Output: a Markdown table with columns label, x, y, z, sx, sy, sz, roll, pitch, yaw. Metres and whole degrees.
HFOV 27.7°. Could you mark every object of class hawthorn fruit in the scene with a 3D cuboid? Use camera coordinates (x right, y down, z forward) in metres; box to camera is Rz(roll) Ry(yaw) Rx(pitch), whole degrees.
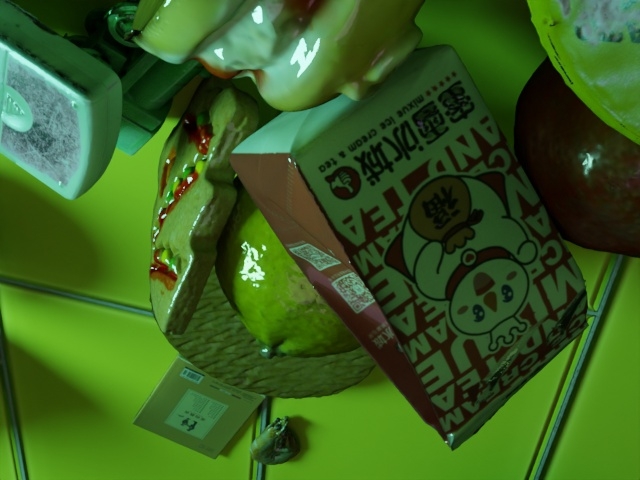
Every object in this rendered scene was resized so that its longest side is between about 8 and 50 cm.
| label | x | y | z | sx | sy | sz | roll | pitch | yaw |
| --- | --- | --- | --- | --- | --- | --- | --- | --- | --- |
| hawthorn fruit | 0.235 | -0.080 | 1.018 | 0.262 | 0.210 | 0.210 | -10 | 134 | 48 |

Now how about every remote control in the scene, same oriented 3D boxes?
| label | x | y | z | sx | sy | sz | roll | pitch | yaw |
| --- | --- | --- | --- | --- | --- | --- | --- | --- | --- |
| remote control | -0.323 | -0.173 | 1.132 | 0.344 | 0.050 | 0.145 | 34 | 140 | 8 |

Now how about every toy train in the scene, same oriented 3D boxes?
| label | x | y | z | sx | sy | sz | roll | pitch | yaw |
| --- | --- | --- | --- | --- | --- | --- | --- | --- | --- |
| toy train | -0.147 | -0.170 | 1.132 | 0.119 | 0.085 | 0.251 | 32 | 139 | -23 |

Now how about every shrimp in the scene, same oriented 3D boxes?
| label | x | y | z | sx | sy | sz | roll | pitch | yaw |
| --- | --- | --- | --- | --- | --- | --- | --- | --- | --- |
| shrimp | -0.048 | 0.246 | 1.586 | 0.059 | 0.023 | 0.108 | 19 | 139 | -16 |

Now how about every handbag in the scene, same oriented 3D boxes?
| label | x | y | z | sx | sy | sz | roll | pitch | yaw |
| --- | --- | --- | --- | --- | --- | --- | --- | --- | --- |
| handbag | 0.079 | 0.010 | 1.024 | 0.298 | 0.171 | 0.151 | 59 | 162 | -17 |

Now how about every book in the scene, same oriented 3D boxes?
| label | x | y | z | sx | sy | sz | roll | pitch | yaw |
| --- | --- | --- | --- | --- | --- | --- | --- | --- | --- |
| book | -0.149 | 0.204 | 1.580 | 0.118 | 0.012 | 0.172 | 27 | 137 | -10 |

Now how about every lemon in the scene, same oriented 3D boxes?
| label | x | y | z | sx | sy | sz | roll | pitch | yaw |
| --- | --- | --- | --- | --- | --- | --- | --- | --- | --- |
| lemon | 0.000 | 0.000 | 1.165 | 0.192 | 0.231 | 0.192 | 25 | 171 | 4 |

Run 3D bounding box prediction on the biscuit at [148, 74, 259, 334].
| label | x | y | z | sx | sy | sz | roll | pitch | yaw |
| --- | --- | --- | --- | --- | --- | --- | --- | --- | --- |
| biscuit | -0.118 | -0.035 | 1.154 | 0.041 | 0.238 | 0.212 | 16 | 165 | -23 |

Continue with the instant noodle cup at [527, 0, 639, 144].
| label | x | y | z | sx | sy | sz | roll | pitch | yaw |
| --- | --- | --- | --- | --- | --- | --- | --- | --- | --- |
| instant noodle cup | 0.297 | -0.232 | 0.781 | 0.326 | 0.254 | 0.325 | 10 | 137 | 9 |

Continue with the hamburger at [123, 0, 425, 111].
| label | x | y | z | sx | sy | sz | roll | pitch | yaw |
| --- | --- | --- | --- | --- | --- | --- | --- | --- | --- |
| hamburger | -0.013 | -0.206 | 0.921 | 0.186 | 0.261 | 0.303 | 28 | 145 | -18 |

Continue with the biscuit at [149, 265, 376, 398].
| label | x | y | z | sx | sy | sz | roll | pitch | yaw |
| --- | --- | --- | --- | --- | --- | --- | --- | --- | --- |
| biscuit | -0.056 | 0.082 | 1.399 | 0.262 | 0.037 | 0.262 | 9 | 137 | 9 |
